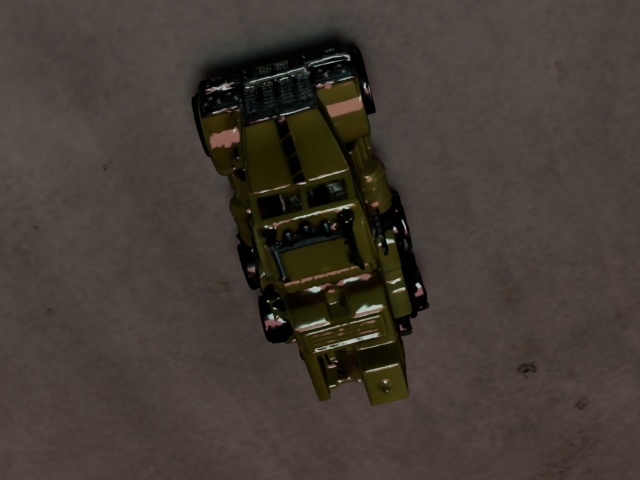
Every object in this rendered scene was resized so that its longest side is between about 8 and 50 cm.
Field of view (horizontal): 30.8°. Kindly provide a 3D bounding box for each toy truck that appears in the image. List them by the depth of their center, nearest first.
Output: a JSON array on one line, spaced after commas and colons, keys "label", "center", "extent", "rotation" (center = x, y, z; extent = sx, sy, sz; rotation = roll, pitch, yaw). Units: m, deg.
[{"label": "toy truck", "center": [-0.001, -0.004, 0.808], "extent": [0.127, 0.127, 0.257], "rotation": [-14, 126, 4]}]
